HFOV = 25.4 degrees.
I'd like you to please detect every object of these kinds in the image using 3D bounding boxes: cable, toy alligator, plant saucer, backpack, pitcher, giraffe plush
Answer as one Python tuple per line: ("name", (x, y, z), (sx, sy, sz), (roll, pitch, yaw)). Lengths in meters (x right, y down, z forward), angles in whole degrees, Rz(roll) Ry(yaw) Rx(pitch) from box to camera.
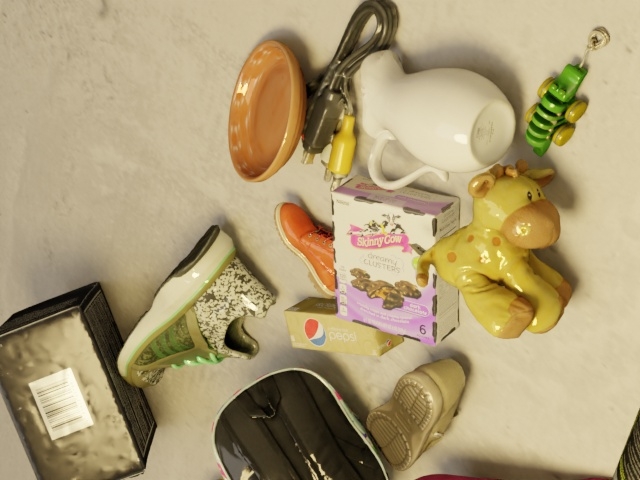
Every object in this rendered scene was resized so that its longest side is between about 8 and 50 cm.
("cable", (0.031, -0.211, 1.920), (0.139, 0.072, 0.287), (52, 128, 40))
("toy alligator", (0.280, -0.167, 1.665), (0.056, 0.051, 0.190), (42, 135, 22))
("plant saucer", (-0.071, -0.178, 1.978), (0.200, 0.037, 0.200), (-25, 61, 57))
("backpack", (-0.038, 0.320, 2.111), (0.254, 0.225, 0.191), (57, 176, 4))
("pitcher", (0.137, -0.133, 1.773), (0.207, 0.125, 0.178), (24, 117, 45))
("giraffe plush", (0.227, -0.007, 1.726), (0.210, 0.181, 0.171), (30, 119, 10))

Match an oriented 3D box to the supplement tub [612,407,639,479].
("supplement tub", (0.446, 0.235, 1.568), (0.207, 0.207, 0.338), (35, 132, 28))

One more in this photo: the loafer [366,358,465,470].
("loafer", (0.141, 0.245, 1.998), (0.102, 0.092, 0.268), (57, 155, 14))

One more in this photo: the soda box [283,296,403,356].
("soda box", (0.033, 0.125, 2.068), (0.181, 0.058, 0.061), (3, 112, 46))

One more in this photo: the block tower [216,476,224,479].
("block tower", (-0.086, 0.529, 2.377), (0.335, 0.091, 0.097), (38, 133, 25))

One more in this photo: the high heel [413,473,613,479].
("high heel", (0.264, 0.372, 1.849), (0.377, 0.181, 0.127), (-7, 83, 48))

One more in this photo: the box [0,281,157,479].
("box", (-0.416, 0.252, 2.401), (0.294, 0.182, 0.296), (-105, -5, -84))

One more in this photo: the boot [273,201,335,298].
("boot", (0.000, 0.000, 2.043), (0.158, 0.059, 0.084), (53, 136, -1))

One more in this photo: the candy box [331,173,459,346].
("candy box", (0.101, 0.025, 1.921), (0.164, 0.070, 0.196), (15, 121, 32))

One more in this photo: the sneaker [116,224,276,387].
("sneaker", (-0.195, 0.155, 2.271), (0.182, 0.158, 0.410), (38, 141, 2))
